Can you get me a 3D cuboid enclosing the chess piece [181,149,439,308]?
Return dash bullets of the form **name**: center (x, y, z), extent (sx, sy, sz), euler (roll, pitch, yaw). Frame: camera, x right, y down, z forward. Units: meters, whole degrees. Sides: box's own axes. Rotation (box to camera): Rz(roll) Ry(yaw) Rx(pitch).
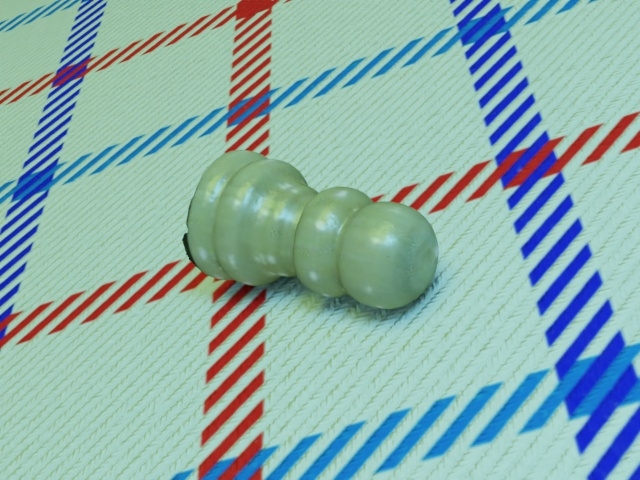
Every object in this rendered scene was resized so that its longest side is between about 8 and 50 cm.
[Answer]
- **chess piece**: center (0.000, 0.000, 1.111), extent (0.261, 0.142, 0.142), euler (16, 52, 35)
